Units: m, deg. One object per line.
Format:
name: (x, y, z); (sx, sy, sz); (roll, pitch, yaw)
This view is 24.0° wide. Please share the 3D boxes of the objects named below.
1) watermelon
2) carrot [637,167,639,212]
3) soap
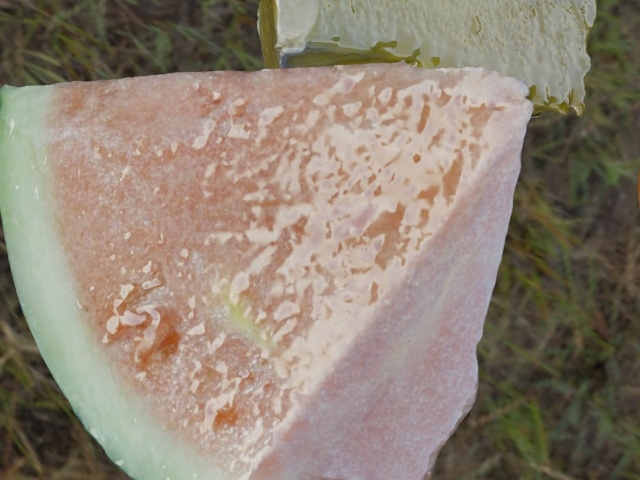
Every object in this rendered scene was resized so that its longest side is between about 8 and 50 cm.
watermelon: (-0.041, 0.014, 0.811); (0.250, 0.283, 0.292); (-2, 136, -17)
carrot: (0.405, -0.012, 1.419); (0.100, 0.258, 0.307); (-21, 161, -15)
soap: (0.116, -0.194, 1.322); (0.338, 0.304, 0.169); (-7, 85, -5)
